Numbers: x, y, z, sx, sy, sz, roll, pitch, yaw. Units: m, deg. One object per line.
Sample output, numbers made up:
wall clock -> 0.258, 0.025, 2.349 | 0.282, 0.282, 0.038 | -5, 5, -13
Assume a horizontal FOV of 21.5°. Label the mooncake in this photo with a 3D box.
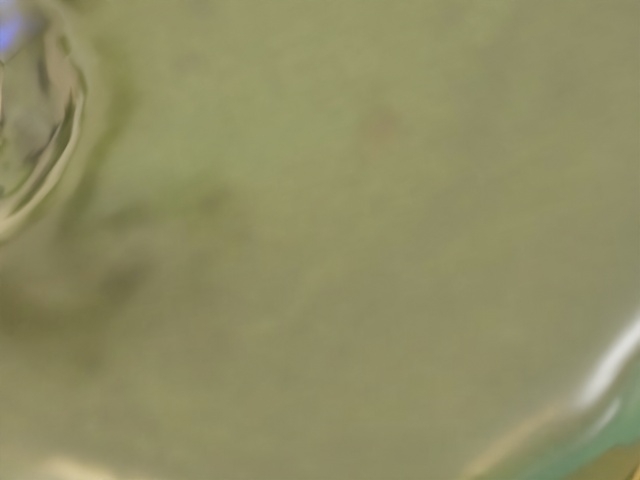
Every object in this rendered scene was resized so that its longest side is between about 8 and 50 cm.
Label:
mooncake -> 0.000, 0.000, 0.633 | 0.351, 0.351, 0.187 | -34, -34, -8
